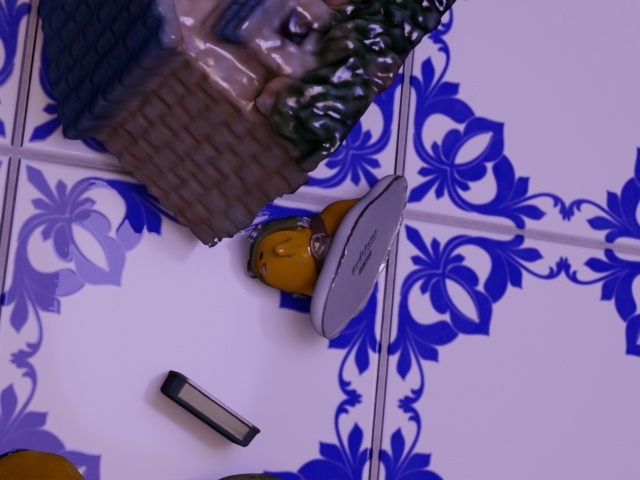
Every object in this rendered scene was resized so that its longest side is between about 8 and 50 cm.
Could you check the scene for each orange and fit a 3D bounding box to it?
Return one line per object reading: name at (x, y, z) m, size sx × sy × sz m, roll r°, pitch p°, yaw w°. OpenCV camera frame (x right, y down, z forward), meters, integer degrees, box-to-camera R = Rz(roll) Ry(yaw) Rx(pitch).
orange at (-0.331, 0.324, 1.750) m, size 0.170 × 0.112 × 0.160 m, roll 38°, pitch 72°, yaw 2°

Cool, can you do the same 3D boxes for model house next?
model house at (-0.094, -0.303, 1.779) m, size 0.400 × 0.395 × 0.445 m, roll 41°, pitch 63°, yaw -7°

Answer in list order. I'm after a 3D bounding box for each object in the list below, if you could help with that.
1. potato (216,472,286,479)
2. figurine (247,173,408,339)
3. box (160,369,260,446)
potato at (-0.107, 0.406, 1.776) m, size 0.307 × 0.173 × 0.210 m, roll -45°, pitch 99°, yaw -22°
figurine at (0.000, 0.000, 1.925) m, size 0.141 × 0.167 × 0.250 m, roll 18°, pitch 44°, yaw 20°
box at (-0.136, 0.205, 1.840) m, size 0.126 × 0.091 × 0.031 m, roll 37°, pitch 79°, yaw -12°
